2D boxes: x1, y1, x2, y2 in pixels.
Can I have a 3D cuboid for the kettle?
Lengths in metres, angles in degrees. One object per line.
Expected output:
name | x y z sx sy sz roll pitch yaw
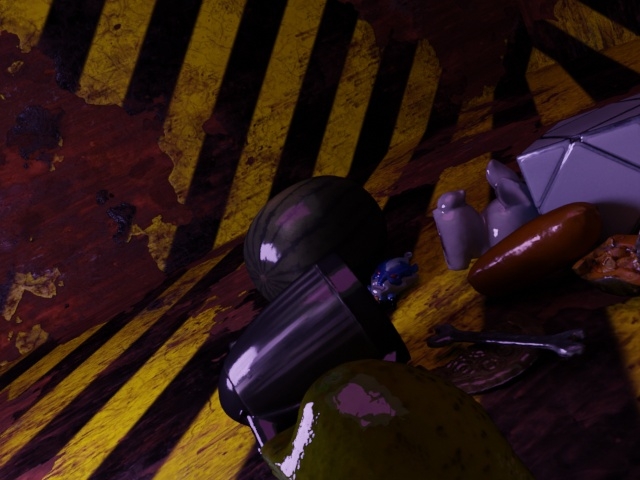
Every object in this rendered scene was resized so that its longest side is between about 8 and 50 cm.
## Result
kettle | -0.020 0.190 0.876 0.271 0.250 0.207 -33 -16 -5

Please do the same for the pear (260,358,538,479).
pear | 0.076 0.203 0.473 0.159 0.292 0.292 -40 18 -18

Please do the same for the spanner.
spanner | 0.247 0.136 0.809 0.054 0.015 0.254 -34 16 -35

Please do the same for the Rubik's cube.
Rubik's cube | 0.476 -0.104 0.949 0.207 0.205 0.205 -15 14 45

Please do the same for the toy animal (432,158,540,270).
toy animal | 0.303 -0.037 1.094 0.193 0.178 0.127 -24 16 13

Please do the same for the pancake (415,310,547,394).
pancake | 0.229 0.157 0.835 0.184 0.020 0.190 -13 18 45

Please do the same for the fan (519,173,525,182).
fan | 0.525 -0.162 1.531 0.056 0.004 0.083 -21 14 21

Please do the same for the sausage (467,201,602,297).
sausage | 0.336 0.017 0.926 0.238 0.098 0.098 -43 -1 41

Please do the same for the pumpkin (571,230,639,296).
pumpkin | 0.437 0.018 0.787 0.119 0.107 0.183 -34 -16 -30

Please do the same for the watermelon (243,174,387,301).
watermelon | 0.000 0.000 1.288 0.279 0.279 0.359 -9 24 50

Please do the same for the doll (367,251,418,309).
doll | 0.137 0.084 1.180 0.096 0.070 0.195 13 42 32
